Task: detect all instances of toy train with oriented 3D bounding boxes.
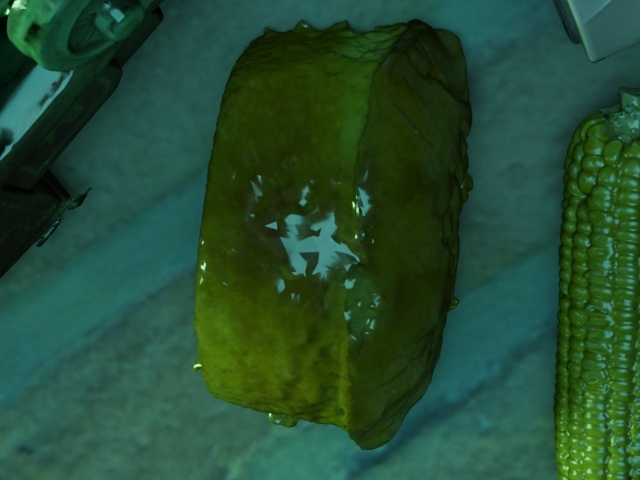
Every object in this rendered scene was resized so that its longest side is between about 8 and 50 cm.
[{"bbox_3d":[-0.164,-0.095,0.984,0.150,0.221,0.304,45,100,13],"label":"toy train"}]

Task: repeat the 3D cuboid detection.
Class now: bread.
[{"bbox_3d":[0.000,0.000,1.037,0.143,0.139,0.229,5,100,12],"label":"bread"}]

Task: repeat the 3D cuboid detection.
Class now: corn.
[{"bbox_3d":[0.163,0.038,1.053,0.080,0.080,0.238,0,100,5],"label":"corn"}]

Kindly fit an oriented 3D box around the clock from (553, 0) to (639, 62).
[{"bbox_3d":[0.111,-0.222,0.967,0.080,0.275,0.290,-23,134,7],"label":"clock"}]
